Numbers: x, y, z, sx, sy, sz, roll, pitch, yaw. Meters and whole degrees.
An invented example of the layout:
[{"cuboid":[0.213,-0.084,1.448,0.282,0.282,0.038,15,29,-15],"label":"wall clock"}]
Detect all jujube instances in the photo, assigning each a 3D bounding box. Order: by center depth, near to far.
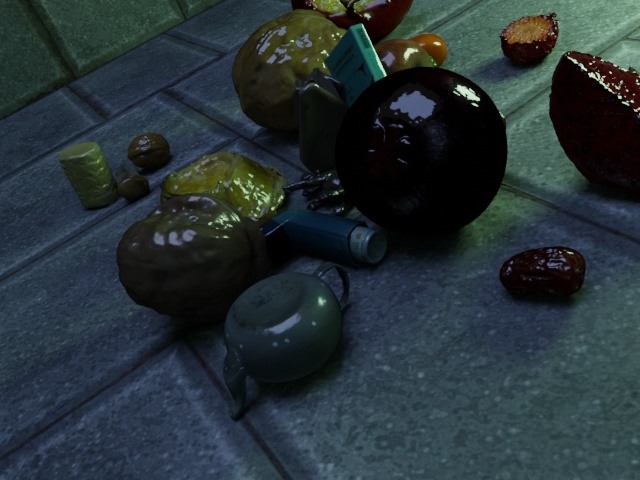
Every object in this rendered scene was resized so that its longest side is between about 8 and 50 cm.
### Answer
[{"cuboid":[0.333,0.048,1.019,0.129,0.077,0.077,-9,34,41],"label":"jujube"}]

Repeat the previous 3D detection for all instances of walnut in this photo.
[{"cuboid":[-0.235,0.034,1.250,0.273,0.227,0.273,-13,34,9],"label":"walnut"},{"cuboid":[-0.070,-0.434,1.761,0.344,0.306,0.306,-43,37,-15],"label":"walnut"},{"cuboid":[-0.494,-0.256,1.938,0.124,0.105,0.105,-15,30,-18],"label":"walnut"}]

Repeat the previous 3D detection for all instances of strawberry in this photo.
[{"cuboid":[0.512,-0.488,1.645,0.145,0.086,0.145,-18,32,12],"label":"strawberry"}]

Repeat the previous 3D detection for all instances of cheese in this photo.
[{"cuboid":[-0.631,-0.179,1.853,0.123,0.167,0.094,-4,34,23],"label":"cheese"}]

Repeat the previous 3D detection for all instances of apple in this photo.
[{"cuboid":[0.175,-0.386,1.623,0.188,0.188,0.174,-44,26,-28],"label":"apple"}]

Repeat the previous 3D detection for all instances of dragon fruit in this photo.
[{"cuboid":[0.530,-0.183,1.164,0.317,0.152,0.205,46,45,18],"label":"dragon fruit"}]

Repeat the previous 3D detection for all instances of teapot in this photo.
[{"cuboid":[-0.055,0.143,1.081,0.294,0.129,0.193,-40,36,-27],"label":"teapot"}]

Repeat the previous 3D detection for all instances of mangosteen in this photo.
[{"cuboid":[0.192,-0.162,1.230,0.306,0.307,0.347,-2,8,30],"label":"mangosteen"}]

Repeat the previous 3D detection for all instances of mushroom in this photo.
[{"cuboid":[-0.529,-0.175,1.880,0.084,0.071,0.209,-24,29,-10],"label":"mushroom"}]

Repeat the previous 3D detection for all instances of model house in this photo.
[{"cuboid":[-0.002,-0.291,1.570,0.122,0.229,0.188,-7,38,-4],"label":"model house"}]

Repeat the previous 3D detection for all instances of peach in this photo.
[{"cuboid":[0.107,-0.762,2.084,0.335,0.310,0.406,41,77,15],"label":"peach"}]

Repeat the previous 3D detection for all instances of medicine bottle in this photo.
[{"cuboid":[0.000,0.000,1.286,0.258,0.079,0.124,11,43,41],"label":"medicine bottle"}]

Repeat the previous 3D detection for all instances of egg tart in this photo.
[{"cuboid":[-0.241,-0.104,1.541,0.345,0.132,0.345,-15,33,10],"label":"egg tart"}]

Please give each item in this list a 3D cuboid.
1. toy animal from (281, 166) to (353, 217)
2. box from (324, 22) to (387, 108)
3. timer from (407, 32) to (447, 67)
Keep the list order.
[{"cuboid":[0.023,-0.110,1.424,0.232,0.084,0.148,12,46,47],"label":"toy animal"},{"cuboid":[0.098,-0.349,1.536,0.041,0.229,0.162,-23,-4,-24],"label":"box"},{"cuboid":[0.274,-0.487,1.790,0.136,0.099,0.136,-19,44,20],"label":"timer"}]
